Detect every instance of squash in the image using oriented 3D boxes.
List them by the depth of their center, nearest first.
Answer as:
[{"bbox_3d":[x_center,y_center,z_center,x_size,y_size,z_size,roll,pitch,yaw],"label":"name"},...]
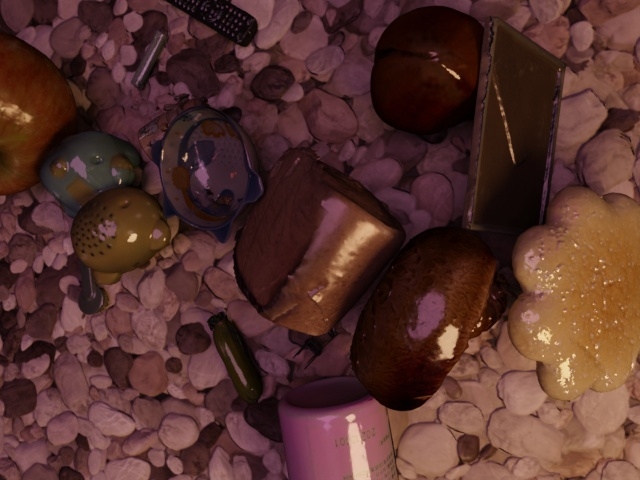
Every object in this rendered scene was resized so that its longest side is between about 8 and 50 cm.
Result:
[{"bbox_3d":[-0.159,0.219,0.814,0.052,0.052,0.183,-28,81,11],"label":"squash"}]

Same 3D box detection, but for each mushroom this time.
[{"bbox_3d":[0.150,0.104,0.623,0.278,0.297,0.163,-35,64,-30],"label":"mushroom"}]

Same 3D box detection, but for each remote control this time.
[{"bbox_3d":[-0.229,-0.455,0.840,0.245,0.025,0.063,35,96,11],"label":"remote control"}]

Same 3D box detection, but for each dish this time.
[{"bbox_3d":[-0.182,-0.114,0.755,0.236,0.086,0.227,45,117,17],"label":"dish"}]

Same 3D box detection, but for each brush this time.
[{"bbox_3d":[-0.487,0.022,0.903,0.062,0.027,0.265,-13,83,12],"label":"brush"}]

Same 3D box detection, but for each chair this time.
[{"bbox_3d":[-0.009,0.190,0.788,0.037,0.042,0.086,43,63,8],"label":"chair"}]

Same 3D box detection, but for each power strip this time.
[{"bbox_3d":[0.290,0.085,0.725,0.090,0.016,0.040,20,94,11],"label":"power strip"}]

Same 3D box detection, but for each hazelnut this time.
[{"bbox_3d":[0.167,-0.258,0.658,0.208,0.208,0.207,0,90,13],"label":"hazelnut"}]

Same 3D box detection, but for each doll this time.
[{"bbox_3d":[-0.394,-0.062,0.809,0.177,0.161,0.260,-33,81,9],"label":"doll"}]

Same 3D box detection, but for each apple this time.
[{"bbox_3d":[-0.623,-0.241,0.813,0.310,0.277,0.249,-21,60,-4],"label":"apple"}]

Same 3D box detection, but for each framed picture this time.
[{"bbox_3d":[0.294,-0.151,0.646,0.016,0.213,0.288,8,93,53],"label":"framed picture"}]

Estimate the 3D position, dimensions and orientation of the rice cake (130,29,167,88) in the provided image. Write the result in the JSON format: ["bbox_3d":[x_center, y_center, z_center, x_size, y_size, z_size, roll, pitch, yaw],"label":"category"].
[{"bbox_3d":[-0.342,-0.361,0.868,0.022,0.021,0.121,30,94,16],"label":"rice cake"}]

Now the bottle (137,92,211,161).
[{"bbox_3d":[-0.255,-0.210,0.810,0.152,0.099,0.098,-30,84,14],"label":"bottle"}]

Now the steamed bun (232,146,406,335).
[{"bbox_3d":[0.000,0.000,0.681,0.199,0.301,0.251,21,107,-25],"label":"steamed bun"}]

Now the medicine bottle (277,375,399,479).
[{"bbox_3d":[0.038,0.386,0.702,0.178,0.178,0.290,-10,88,13],"label":"medicine bottle"}]

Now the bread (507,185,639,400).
[{"bbox_3d":[0.383,0.072,0.604,0.316,0.054,0.315,-2,94,-26],"label":"bread"}]
